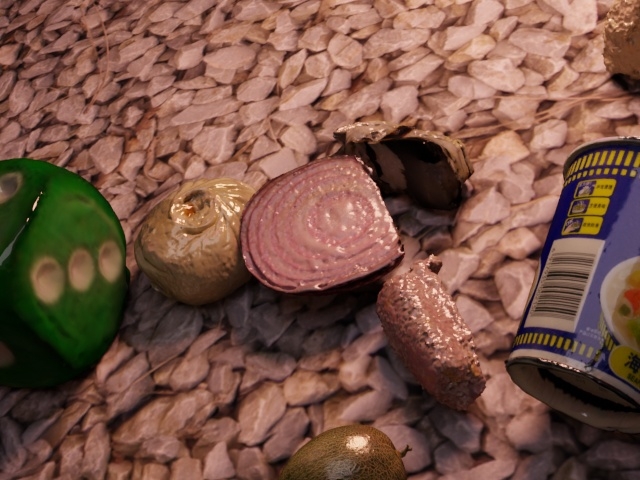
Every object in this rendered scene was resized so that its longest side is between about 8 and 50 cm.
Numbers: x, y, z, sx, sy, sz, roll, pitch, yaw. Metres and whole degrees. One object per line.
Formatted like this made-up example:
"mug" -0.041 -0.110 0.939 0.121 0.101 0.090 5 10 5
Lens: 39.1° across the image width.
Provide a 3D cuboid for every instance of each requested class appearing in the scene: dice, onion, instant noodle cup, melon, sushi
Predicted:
"dice" -0.510 0.058 1.505 0.287 0.297 0.300 -6 51 22
"onion" 0.000 0.000 1.470 0.247 0.111 0.250 -23 58 3
"instant noodle cup" 0.390 0.069 1.166 0.284 0.284 0.312 17 69 32
"melon" 0.034 0.314 1.177 0.192 0.139 0.139 -26 47 0
"sushi" 0.137 -0.147 1.545 0.109 0.134 0.273 -39 32 -29

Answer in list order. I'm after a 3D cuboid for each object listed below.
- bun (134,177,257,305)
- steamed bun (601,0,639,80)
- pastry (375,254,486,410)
"bun" -0.214 -0.012 1.542 0.243 0.153 0.244 -14 44 14
"steamed bun" 0.546 -0.351 1.457 0.200 0.225 0.170 18 61 31
"pastry" 0.150 0.124 1.306 0.112 0.103 0.265 10 36 -21
